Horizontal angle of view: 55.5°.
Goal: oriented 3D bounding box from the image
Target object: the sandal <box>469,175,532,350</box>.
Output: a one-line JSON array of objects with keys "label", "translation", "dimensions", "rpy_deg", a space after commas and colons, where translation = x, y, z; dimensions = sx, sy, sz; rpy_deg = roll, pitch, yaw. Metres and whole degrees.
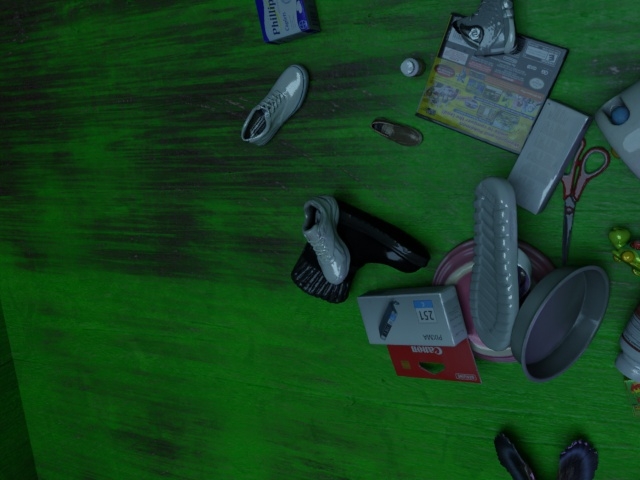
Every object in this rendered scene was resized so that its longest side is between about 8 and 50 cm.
[{"label": "sandal", "translation": [0.418, 0.061, 1.364], "dimensions": [0.102, 0.169, 0.416], "rpy_deg": [-10, 112, -14]}]

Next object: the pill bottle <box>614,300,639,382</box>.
[{"label": "pill bottle", "translation": [0.739, 0.204, 1.335], "dimensions": [0.121, 0.121, 0.216], "rpy_deg": [25, 115, 19]}]

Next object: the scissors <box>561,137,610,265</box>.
[{"label": "scissors", "translation": [0.566, -0.091, 1.399], "dimensions": [0.109, 0.021, 0.297], "rpy_deg": [22, 114, 19]}]

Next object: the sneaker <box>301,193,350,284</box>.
[{"label": "sneaker", "translation": [0.000, 0.000, 1.519], "dimensions": [0.090, 0.115, 0.232], "rpy_deg": [-18, 83, 33]}]

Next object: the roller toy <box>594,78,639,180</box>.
[{"label": "roller toy", "translation": [0.653, -0.216, 1.220], "dimensions": [0.146, 0.209, 0.191], "rpy_deg": [-38, 73, 30]}]

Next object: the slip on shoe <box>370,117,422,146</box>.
[{"label": "slip on shoe", "translation": [0.188, -0.270, 1.521], "dimensions": [0.135, 0.041, 0.051], "rpy_deg": [29, 115, 17]}]

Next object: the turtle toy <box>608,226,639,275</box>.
[{"label": "turtle toy", "translation": [0.687, 0.025, 1.335], "dimensions": [0.130, 0.095, 0.066], "rpy_deg": [38, 96, 11]}]

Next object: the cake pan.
[{"label": "cake pan", "translation": [0.533, 0.179, 1.361], "dimensions": [0.054, 0.293, 0.293], "rpy_deg": [36, 122, 48]}]

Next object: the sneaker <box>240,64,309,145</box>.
[{"label": "sneaker", "translation": [-0.122, -0.353, 1.624], "dimensions": [0.094, 0.091, 0.258], "rpy_deg": [42, 118, 10]}]

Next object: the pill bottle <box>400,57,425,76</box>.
[{"label": "pill bottle", "translation": [0.218, -0.410, 1.442], "dimensions": [0.043, 0.083, 0.043], "rpy_deg": [7, 107, 25]}]

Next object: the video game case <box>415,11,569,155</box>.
[{"label": "video game case", "translation": [0.386, -0.360, 1.401], "dimensions": [0.274, 0.035, 0.248], "rpy_deg": [25, 114, 17]}]

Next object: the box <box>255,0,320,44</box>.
[{"label": "box", "translation": [-0.085, -0.581, 1.552], "dimensions": [0.137, 0.072, 0.126], "rpy_deg": [-7, 100, 29]}]

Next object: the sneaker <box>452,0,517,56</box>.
[{"label": "sneaker", "translation": [0.349, -0.510, 1.319], "dimensions": [0.132, 0.086, 0.229], "rpy_deg": [-7, 85, 19]}]

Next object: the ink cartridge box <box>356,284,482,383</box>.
[{"label": "ink cartridge box", "translation": [0.247, 0.252, 1.571], "dimensions": [0.296, 0.066, 0.261], "rpy_deg": [-10, 99, 50]}]

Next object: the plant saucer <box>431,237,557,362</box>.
[{"label": "plant saucer", "translation": [0.428, 0.155, 1.499], "dimensions": [0.332, 0.084, 0.332], "rpy_deg": [7, 107, 24]}]

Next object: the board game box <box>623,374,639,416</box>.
[{"label": "board game box", "translation": [0.802, 0.343, 1.387], "dimensions": [0.181, 0.043, 0.092], "rpy_deg": [-15, 97, 29]}]

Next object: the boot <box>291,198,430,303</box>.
[{"label": "boot", "translation": [0.099, 0.066, 1.607], "dimensions": [0.348, 0.131, 0.260], "rpy_deg": [30, 109, 28]}]

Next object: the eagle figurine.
[{"label": "eagle figurine", "translation": [0.573, 0.643, 1.534], "dimensions": [0.226, 0.225, 0.298], "rpy_deg": [5, 74, -15]}]

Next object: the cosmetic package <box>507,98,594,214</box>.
[{"label": "cosmetic package", "translation": [0.504, -0.187, 1.362], "dimensions": [0.099, 0.060, 0.239], "rpy_deg": [35, 120, 26]}]
